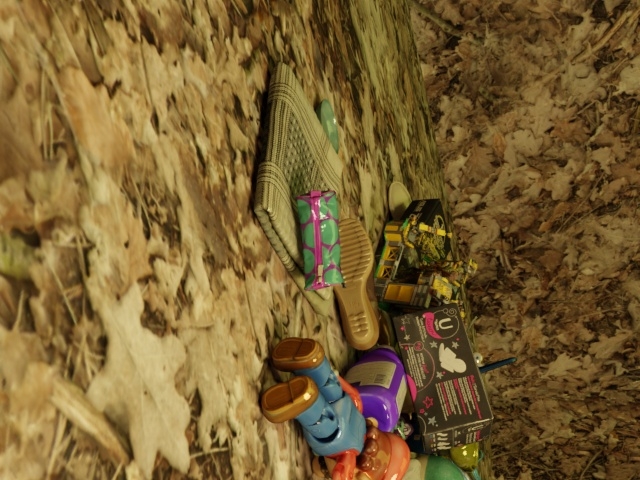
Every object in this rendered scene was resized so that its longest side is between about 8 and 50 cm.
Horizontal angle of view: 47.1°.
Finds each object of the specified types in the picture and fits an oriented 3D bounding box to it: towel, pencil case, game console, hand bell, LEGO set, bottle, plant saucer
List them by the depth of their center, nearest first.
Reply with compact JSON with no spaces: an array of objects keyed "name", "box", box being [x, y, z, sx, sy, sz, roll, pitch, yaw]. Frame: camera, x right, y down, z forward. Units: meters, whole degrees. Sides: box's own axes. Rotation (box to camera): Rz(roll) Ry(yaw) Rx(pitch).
[{"name":"pencil case","box":[0.000,0.000,1.117,0.070,0.064,0.152,-17,102,-83]},{"name":"towel","box":[-0.021,-0.080,1.233,0.324,0.056,0.312,62,25,-50]},{"name":"bottle","box":[0.100,0.271,1.361,0.283,0.118,0.092,-42,120,-73]},{"name":"plant saucer","box":[0.011,-0.222,1.467,0.119,0.021,0.119,-7,90,-74]},{"name":"hand bell","box":[0.153,0.264,1.626,0.126,0.126,0.242,16,54,-72]},{"name":"LEGO set","box":[0.277,0.100,1.686,0.331,0.192,0.255,45,61,-38]},{"name":"game console","box":[0.329,0.395,1.744,0.293,0.173,0.250,102,0,-75]}]

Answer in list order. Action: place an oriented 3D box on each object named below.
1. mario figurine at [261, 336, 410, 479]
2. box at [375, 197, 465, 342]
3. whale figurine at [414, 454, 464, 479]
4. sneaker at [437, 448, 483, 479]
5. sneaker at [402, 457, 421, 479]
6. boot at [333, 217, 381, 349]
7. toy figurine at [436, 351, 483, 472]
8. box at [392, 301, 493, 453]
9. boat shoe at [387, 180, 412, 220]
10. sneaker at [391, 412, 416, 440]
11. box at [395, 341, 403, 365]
[{"name":"mario figurine","box":[0.002,0.297,1.092,0.198,0.170,0.320,-47,126,-22]},{"name":"box","box":[0.276,0.130,1.966,0.318,0.097,0.395,-47,129,-50]},{"name":"whale figurine","box":[0.265,0.638,1.694,0.216,0.141,0.272,52,41,-66]},{"name":"sneaker","box":[0.435,0.789,2.201,0.125,0.139,0.341,21,63,-73]},{"name":"sneaker","box":[0.200,0.582,1.529,0.297,0.129,0.111,-77,152,-53]},{"name":"boot","box":[0.068,0.095,1.453,0.207,0.090,0.248,63,21,-77]},{"name":"toy figurine","box":[0.320,0.466,2.072,0.217,0.191,0.362,12,76,-41]},{"name":"box","box":[0.246,0.278,1.480,0.163,0.142,0.247,71,7,-60]},{"name":"boat shoe","box":[0.221,-0.066,2.073,0.065,0.075,0.206,5,-65,63]},{"name":"sneaker","box":[0.126,0.368,1.435,0.223,0.098,0.083,0,83,-74]},{"name":"box","box":[0.221,0.286,1.766,0.178,0.042,0.109,6,100,-56]}]
